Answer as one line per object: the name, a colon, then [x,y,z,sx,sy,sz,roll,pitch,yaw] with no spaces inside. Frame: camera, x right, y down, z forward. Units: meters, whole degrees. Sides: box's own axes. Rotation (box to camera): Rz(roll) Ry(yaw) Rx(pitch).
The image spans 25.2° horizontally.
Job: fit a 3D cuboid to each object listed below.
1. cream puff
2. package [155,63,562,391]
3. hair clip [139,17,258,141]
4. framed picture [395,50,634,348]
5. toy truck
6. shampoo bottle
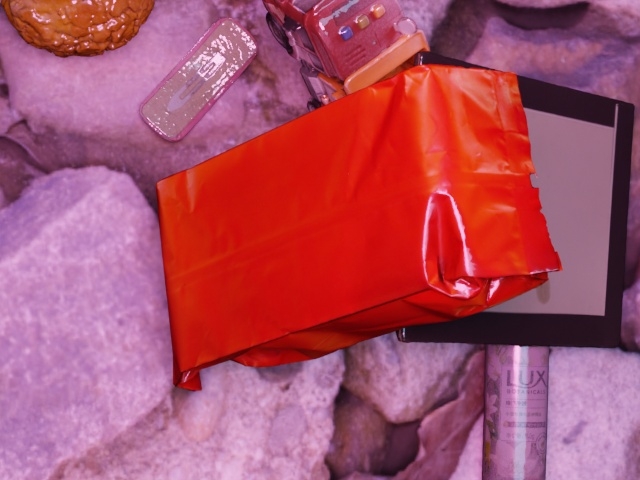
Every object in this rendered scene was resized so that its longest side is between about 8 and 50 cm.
cream puff: [-0.227,-0.223,1.345,0.144,0.126,0.103,-3,105,-4]
package: [0.001,0.000,1.251,0.123,0.424,0.196,10,67,-50]
hair clip: [-0.120,-0.158,1.416,0.054,0.022,0.137,41,81,-7]
framed picture: [0.198,-0.028,1.391,0.347,0.016,0.265,4,89,-45]
toy truck: [0.048,-0.142,1.363,0.114,0.135,0.270,-37,130,-12]
shampoo bottle: [0.198,0.146,1.451,0.072,0.072,0.214,3,87,-12]
